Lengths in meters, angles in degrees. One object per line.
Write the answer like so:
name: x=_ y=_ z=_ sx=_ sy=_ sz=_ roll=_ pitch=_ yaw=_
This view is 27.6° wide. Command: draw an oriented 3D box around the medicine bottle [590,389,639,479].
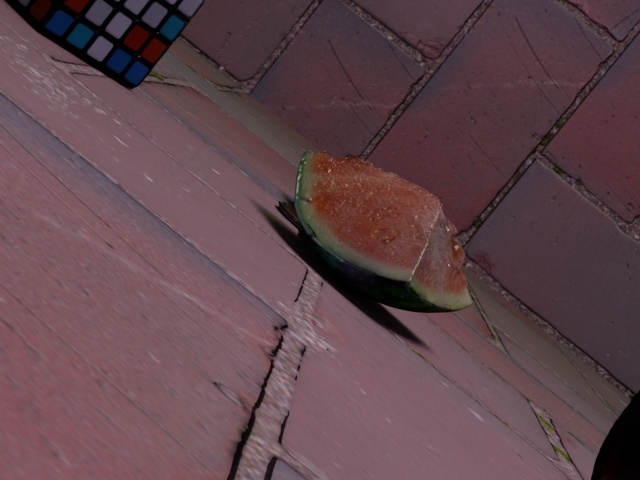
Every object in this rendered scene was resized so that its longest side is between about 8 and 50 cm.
medicine bottle: x=0.399 y=0.254 z=0.945 sx=0.395 sy=0.242 sz=0.242 roll=43 pitch=5 yaw=-10

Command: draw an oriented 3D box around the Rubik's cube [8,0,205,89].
Rubik's cube: x=-0.261 y=-0.320 z=1.527 sx=0.182 sy=0.187 sz=0.184 roll=44 pitch=10 yaw=34

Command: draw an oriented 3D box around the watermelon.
watermelon: x=0.042 y=0.011 z=1.371 sx=0.231 sy=0.128 sz=0.146 roll=27 pitch=29 yaw=21

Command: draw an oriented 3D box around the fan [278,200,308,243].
fan: x=0.000 y=0.000 z=1.537 sx=0.152 sy=0.008 sz=0.226 roll=40 pitch=5 yaw=6
